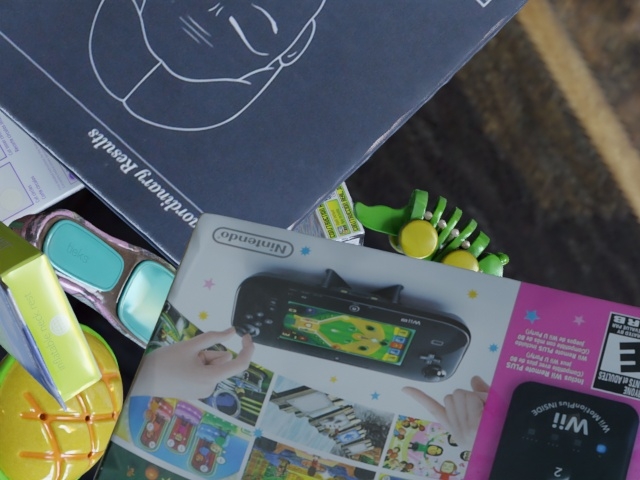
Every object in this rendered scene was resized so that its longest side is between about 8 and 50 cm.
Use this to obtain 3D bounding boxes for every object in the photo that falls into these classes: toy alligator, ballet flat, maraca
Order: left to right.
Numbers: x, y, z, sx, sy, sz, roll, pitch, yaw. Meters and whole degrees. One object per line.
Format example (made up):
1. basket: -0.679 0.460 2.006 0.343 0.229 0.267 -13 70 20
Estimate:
1. maraca: -0.226 0.153 1.461 0.099 0.185 0.127 5 150 47
2. ballet flat: -0.190 0.032 1.606 0.079 0.077 0.221 17 166 47
3. toy alligator: 0.110 0.015 1.336 0.190 0.051 0.056 36 180 -6

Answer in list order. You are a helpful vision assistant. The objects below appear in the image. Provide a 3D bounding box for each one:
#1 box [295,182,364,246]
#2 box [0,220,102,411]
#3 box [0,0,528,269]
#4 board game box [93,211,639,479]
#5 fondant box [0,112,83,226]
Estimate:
1. box: 0.000 0.000 1.676 0.207 0.036 0.114 94 157 -61
2. box: -0.216 0.044 1.311 0.178 0.042 0.109 29 145 59
3. box: -0.043 -0.216 1.221 0.395 0.212 0.293 -44 110 10
4. board game box: 0.012 0.155 0.739 0.224 0.303 0.097 12 150 13
5. fondant box: -0.414 -0.099 1.905 0.238 0.330 0.096 61 172 -4
